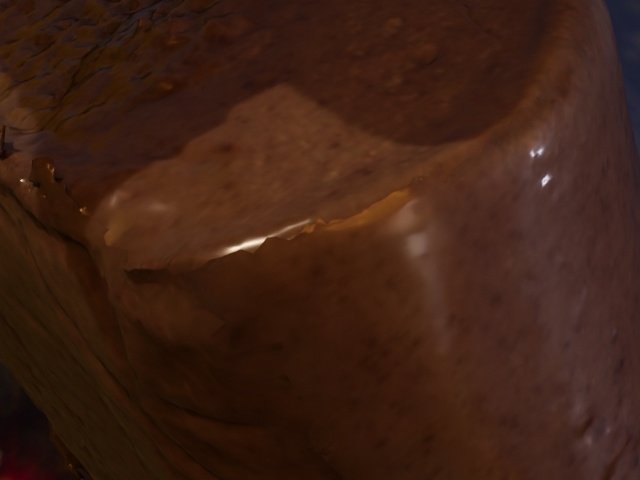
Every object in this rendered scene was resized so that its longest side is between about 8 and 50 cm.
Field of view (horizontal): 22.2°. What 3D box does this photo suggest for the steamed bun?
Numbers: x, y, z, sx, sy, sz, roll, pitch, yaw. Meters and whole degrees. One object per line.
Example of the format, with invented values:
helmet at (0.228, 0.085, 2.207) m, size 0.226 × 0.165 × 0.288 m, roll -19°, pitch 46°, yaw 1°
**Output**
steamed bun at (0.000, 0.000, 0.539) m, size 0.301 × 0.199 × 0.251 m, roll 27°, pitch -30°, yaw 52°
